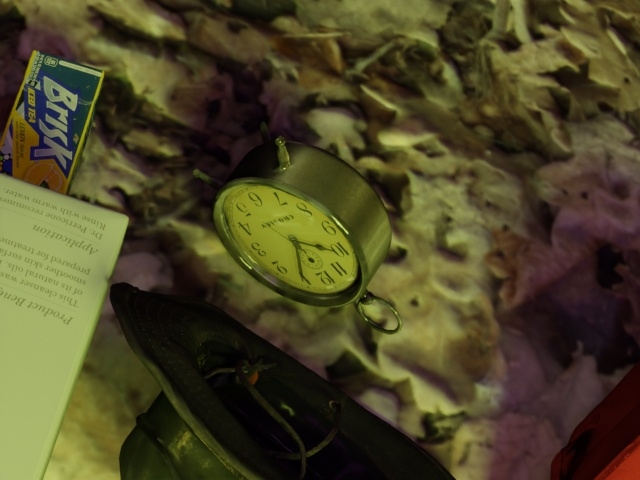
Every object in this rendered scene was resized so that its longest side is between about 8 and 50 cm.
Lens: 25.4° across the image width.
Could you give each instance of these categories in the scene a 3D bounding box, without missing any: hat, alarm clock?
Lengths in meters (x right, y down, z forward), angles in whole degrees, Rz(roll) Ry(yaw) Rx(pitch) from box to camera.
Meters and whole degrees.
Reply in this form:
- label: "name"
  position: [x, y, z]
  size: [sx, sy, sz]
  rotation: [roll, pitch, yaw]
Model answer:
- label: "hat"
  position: [-0.032, 0.170, 0.914]
  size: [0.331, 0.331, 0.134]
  rotation: [37, 95, 5]
- label: "alarm clock"
  position: [0.000, 0.000, 1.056]
  size: [0.192, 0.129, 0.064]
  rotation: [52, 52, -20]

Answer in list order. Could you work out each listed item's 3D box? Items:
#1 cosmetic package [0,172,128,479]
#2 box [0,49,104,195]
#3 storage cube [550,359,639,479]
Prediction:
- label: "cosmetic package"
  position: [-0.274, 0.135, 0.852]
  size: [0.217, 0.156, 0.385]
  rotation: [20, 54, -6]
- label: "box"
  position: [-0.210, -0.055, 1.053]
  size: [0.059, 0.054, 0.169]
  rotation: [16, 59, -8]
- label: "storage cube"
  position: [0.280, 0.177, 0.972]
  size: [0.215, 0.193, 0.183]
  rotation: [37, 39, 5]
